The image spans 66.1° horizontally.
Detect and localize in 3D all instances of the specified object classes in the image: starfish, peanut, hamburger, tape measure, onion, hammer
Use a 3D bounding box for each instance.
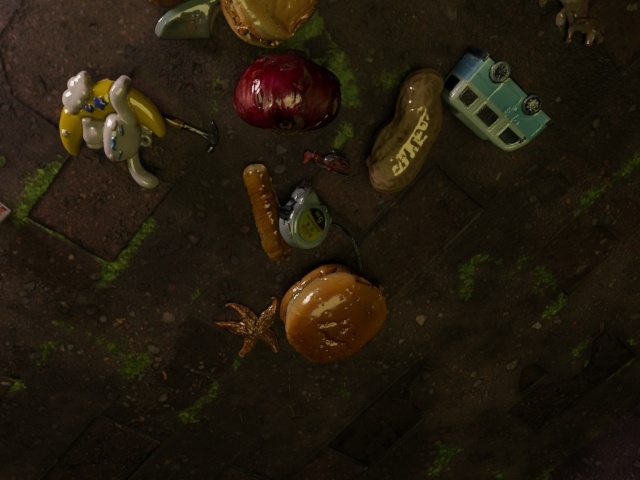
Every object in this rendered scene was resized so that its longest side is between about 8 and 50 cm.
[{"bbox_3d":[-0.204,0.265,1.506,0.227,0.043,0.241,29,106,-24],"label":"starfish"},{"bbox_3d":[0.220,-0.275,1.253,0.153,0.140,0.326,26,108,23],"label":"peanut"},{"bbox_3d":[0.042,0.218,1.458,0.314,0.170,0.290,-40,124,9],"label":"hamburger"},{"bbox_3d":[-0.114,-0.520,1.042,0.213,0.108,0.214,-6,102,-32],"label":"hamburger"},{"bbox_3d":[0.000,-0.001,1.380,0.164,0.084,0.330,-45,127,-14],"label":"tape measure"},{"bbox_3d":[-0.071,-0.332,1.112,0.246,0.246,0.191,3,107,-12],"label":"onion"},{"bbox_3d":[-0.343,-0.285,1.200,0.200,0.021,0.078,21,116,-20],"label":"hammer"}]

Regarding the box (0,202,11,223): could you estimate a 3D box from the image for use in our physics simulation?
[{"bbox_3d":[-0.847,-0.085,1.066,0.048,0.273,0.265,-39,117,9],"label":"box"}]

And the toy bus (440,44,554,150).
[{"bbox_3d":[0.443,-0.347,1.260,0.271,0.133,0.165,34,112,-22],"label":"toy bus"}]

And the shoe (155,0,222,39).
[{"bbox_3d":[-0.264,-0.482,1.077,0.195,0.079,0.078,-33,100,0],"label":"shoe"}]

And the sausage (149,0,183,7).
[{"bbox_3d":[-0.296,-0.714,0.923,0.136,0.123,0.502,13,113,9],"label":"sausage"}]

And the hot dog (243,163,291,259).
[{"bbox_3d":[-0.142,-0.069,1.329,0.082,0.068,0.289,-12,120,4],"label":"hot dog"}]

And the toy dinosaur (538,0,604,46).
[{"bbox_3d":[0.643,-0.606,1.211,0.199,0.072,0.252,-15,108,-14],"label":"toy dinosaur"}]

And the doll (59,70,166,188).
[{"bbox_3d":[-0.477,-0.258,1.137,0.237,0.111,0.252,12,118,-16],"label":"doll"}]

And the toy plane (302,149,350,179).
[{"bbox_3d":[0.024,-0.209,1.304,0.145,0.037,0.060,13,124,-22],"label":"toy plane"}]
